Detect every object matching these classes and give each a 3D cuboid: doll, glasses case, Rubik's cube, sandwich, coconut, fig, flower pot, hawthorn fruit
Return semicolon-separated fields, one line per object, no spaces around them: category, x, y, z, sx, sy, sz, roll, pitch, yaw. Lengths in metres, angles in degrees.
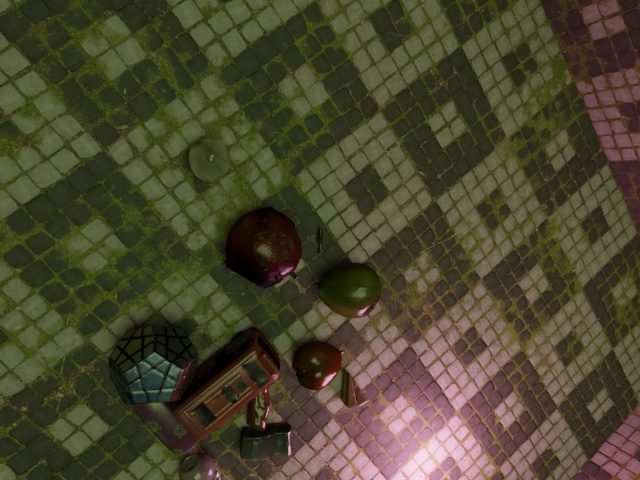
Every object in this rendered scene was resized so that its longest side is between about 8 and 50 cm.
doll;-0.465;1.008;1.818;0.150;0.151;0.288;-34;115;-12
glasses case;-0.614;0.718;1.744;0.123;0.076;0.317;-35;108;-11
Rubik's cube;-0.607;0.456;1.603;0.318;0.264;0.320;-2;98;-18
sandwich;0.163;0.671;2.016;0.113;0.079;0.164;-1;97;-22
coconut;-0.409;-0.294;1.616;0.160;0.162;0.161;-3;99;-18
fig;0.117;0.206;1.846;0.270;0.239;0.240;9;95;-18
flower pot;-0.233;0.865;1.890;0.228;0.103;0.108;0;97;-19
hawthorn fruit;-0.223;0.032;1.673;0.315;0.316;0.317;-3;99;-19
hawthorn fruit;0.007;0.527;1.888;0.251;0.199;0.200;-17;104;-27

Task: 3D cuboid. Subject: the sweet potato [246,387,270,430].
sweet potato;-0.258;0.684;1.853;0.097;0.097;0.252;6;90;-20

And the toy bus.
toy bus;-0.364;0.554;1.726;0.426;0.233;0.203;-38;108;-10

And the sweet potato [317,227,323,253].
sweet potato;0.000;0.000;1.883;0.026;0.026;0.115;-5;105;-19
